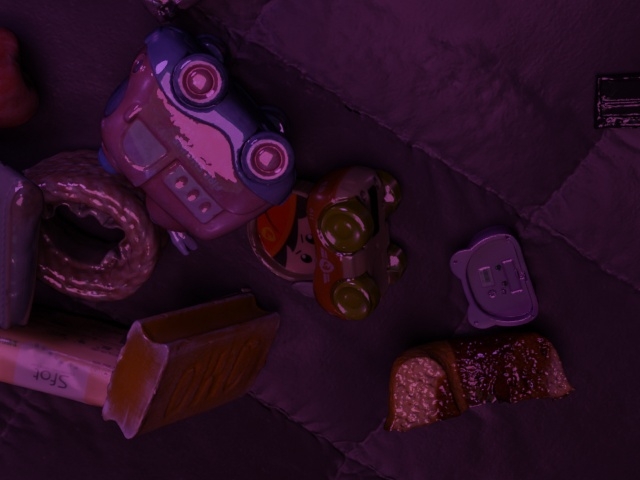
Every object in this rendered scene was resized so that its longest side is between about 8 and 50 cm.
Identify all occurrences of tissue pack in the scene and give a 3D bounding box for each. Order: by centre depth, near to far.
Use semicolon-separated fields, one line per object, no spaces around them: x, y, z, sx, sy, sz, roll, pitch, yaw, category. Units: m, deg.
-0.380;0.174;1.916;0.222;0.186;0.090;15;104;-1;tissue pack

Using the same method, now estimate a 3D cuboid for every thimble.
-0.336;-0.025;1.847;0.229;0.148;0.196;7;116;4;thimble

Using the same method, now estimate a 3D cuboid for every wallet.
-0.512;-0.035;1.795;0.360;0.083;0.252;30;125;37;wallet

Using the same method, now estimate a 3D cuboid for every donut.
0.219;0.200;1.908;0.295;0.151;0.112;-8;97;-12;donut

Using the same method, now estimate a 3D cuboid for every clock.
0.258;0.055;1.880;0.110;0.050;0.152;-16;111;11;clock

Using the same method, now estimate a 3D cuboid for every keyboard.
0.510;-0.198;1.765;0.251;0.017;0.087;0;115;6;keyboard

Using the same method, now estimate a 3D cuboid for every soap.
-0.188;0.177;1.852;0.089;0.274;0.173;36;115;24;soap

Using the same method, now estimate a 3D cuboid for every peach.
-0.481;-0.226;1.779;0.152;0.152;0.152;2;114;4;peach

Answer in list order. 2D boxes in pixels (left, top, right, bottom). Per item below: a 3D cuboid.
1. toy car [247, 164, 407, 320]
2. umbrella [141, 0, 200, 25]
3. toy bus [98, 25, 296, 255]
0.000;0.000;1.848;0.235;0.145;0.235;12;119;21;toy car
-0.102;-0.408;1.694;0.337;0.073;0.067;-34;126;17;umbrella
-0.179;-0.135;1.736;0.232;0.197;0.294;-39;107;9;toy bus
